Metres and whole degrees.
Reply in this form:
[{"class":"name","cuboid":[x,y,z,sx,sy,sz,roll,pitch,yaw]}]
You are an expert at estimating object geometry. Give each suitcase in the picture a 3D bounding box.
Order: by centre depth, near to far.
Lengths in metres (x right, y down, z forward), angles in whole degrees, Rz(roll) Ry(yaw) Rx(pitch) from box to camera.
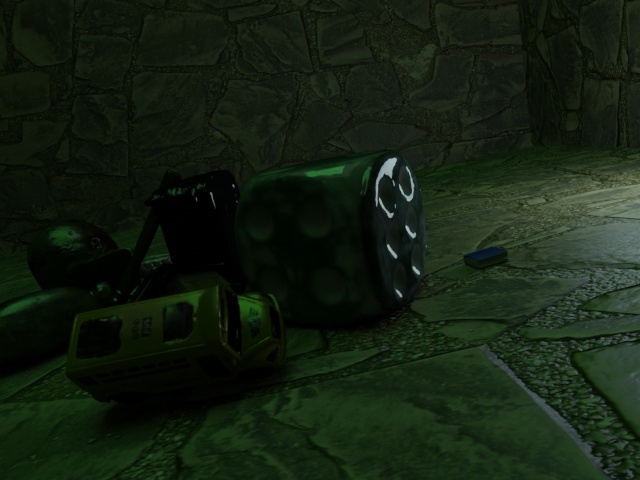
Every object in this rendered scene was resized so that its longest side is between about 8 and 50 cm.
[{"class":"suitcase","cuboid":[-0.308,-0.016,1.310,0.188,0.345,0.339,-13,13,10]}]

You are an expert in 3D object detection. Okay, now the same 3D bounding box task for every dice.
[{"class":"dice","cuboid":[0.038,-0.018,1.034,0.348,0.328,0.330,-2,16,35]}]

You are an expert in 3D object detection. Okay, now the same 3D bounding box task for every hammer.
[{"class":"hammer","cuboid":[-0.507,0.004,1.324,0.044,0.440,0.168,27,6,15]}]

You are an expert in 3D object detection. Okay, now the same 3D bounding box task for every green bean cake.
[{"class":"green bean cake","cuboid":[-0.657,0.125,1.398,0.094,0.173,0.181,1,20,42]}]

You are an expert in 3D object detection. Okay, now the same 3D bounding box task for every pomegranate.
[{"class":"pomegranate","cuboid":[-0.840,0.087,1.522,0.323,0.291,0.291,-22,12,4]}]

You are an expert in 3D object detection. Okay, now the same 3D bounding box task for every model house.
[{"class":"model house","cuboid":[-0.274,0.166,0.982,0.207,0.154,0.294,-53,-12,8]}]

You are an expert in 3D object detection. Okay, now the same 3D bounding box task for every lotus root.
[{"class":"lotus root","cuboid":[-0.686,0.202,1.134,0.349,0.175,0.175,-18,13,-42]}]

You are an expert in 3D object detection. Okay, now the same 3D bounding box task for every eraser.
[{"class":"eraser","cuboid":[0.406,0.042,1.129,0.085,0.027,0.063,-15,12,-12]}]

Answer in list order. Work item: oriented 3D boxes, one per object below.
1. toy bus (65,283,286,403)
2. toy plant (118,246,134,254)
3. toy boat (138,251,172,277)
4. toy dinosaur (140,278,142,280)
[{"class":"toy bus","cuboid":[-0.229,0.166,0.765,0.331,0.151,0.145,-12,55,1]},{"class":"toy plant","cuboid":[-0.916,0.095,1.971,0.240,0.088,0.154,-27,33,-30]},{"class":"toy boat","cuboid":[-0.639,0.076,1.801,0.227,0.085,0.155,-17,14,-23]},{"class":"toy dinosaur","cuboid":[-0.636,0.165,1.560,0.060,0.029,0.119,-27,17,5]}]
